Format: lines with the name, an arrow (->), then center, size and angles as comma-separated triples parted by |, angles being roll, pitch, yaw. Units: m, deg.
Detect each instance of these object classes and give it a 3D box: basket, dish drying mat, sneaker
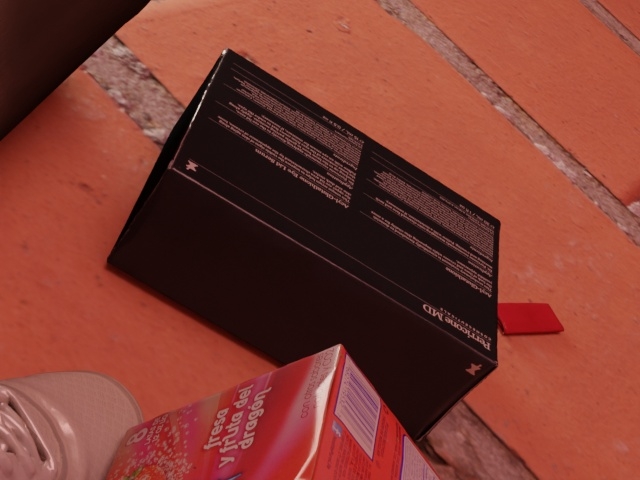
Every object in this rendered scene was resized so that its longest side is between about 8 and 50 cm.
basket -> -0.222, -0.153, 0.773 | 0.154, 0.204, 0.227 | 45, 40, -17
dish drying mat -> 0.182, 0.069, 1.039 | 0.083, 0.008, 0.032 | 3, 48, -43
sneaker -> -0.180, 0.114, 0.541 | 0.110, 0.118, 0.292 | 48, 33, 17

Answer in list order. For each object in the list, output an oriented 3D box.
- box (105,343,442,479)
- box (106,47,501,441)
box -> -0.030, 0.210, 0.506 | 0.154, 0.142, 0.300 | 54, 27, -25
box -> 0.000, 0.000, 0.861 | 0.261, 0.103, 0.184 | 32, 31, -12
